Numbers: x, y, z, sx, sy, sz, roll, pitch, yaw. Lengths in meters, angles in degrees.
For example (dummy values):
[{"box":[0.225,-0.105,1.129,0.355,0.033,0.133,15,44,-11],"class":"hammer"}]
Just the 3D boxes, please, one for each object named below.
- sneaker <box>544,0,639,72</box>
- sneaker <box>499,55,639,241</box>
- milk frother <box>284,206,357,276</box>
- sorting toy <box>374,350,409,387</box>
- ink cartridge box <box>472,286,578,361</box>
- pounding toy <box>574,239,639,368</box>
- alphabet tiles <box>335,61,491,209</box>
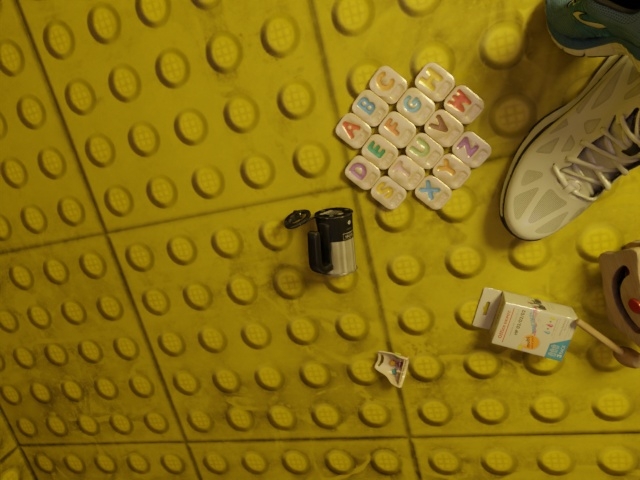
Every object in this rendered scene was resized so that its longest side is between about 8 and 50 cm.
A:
[{"box":[0.428,-0.346,0.672,0.130,0.330,0.147,-36,120,11],"class":"sneaker"},{"box":[0.460,-0.159,0.761,0.169,0.257,0.447,33,114,2],"class":"sneaker"},{"box":[0.000,0.000,1.042,0.143,0.129,0.134,22,122,55],"class":"milk frother"},{"box":[0.168,0.294,1.124,0.075,0.045,0.083,16,113,17],"class":"sorting toy"},{"box":[0.426,0.175,0.998,0.182,0.061,0.104,13,112,11],"class":"ink cartridge box"},{"box":[0.582,0.136,0.866,0.155,0.154,0.269,-19,104,-8],"class":"pounding toy"},{"box":[0.182,-0.202,0.950,0.278,0.021,0.284,39,115,-1],"class":"alphabet tiles"}]
